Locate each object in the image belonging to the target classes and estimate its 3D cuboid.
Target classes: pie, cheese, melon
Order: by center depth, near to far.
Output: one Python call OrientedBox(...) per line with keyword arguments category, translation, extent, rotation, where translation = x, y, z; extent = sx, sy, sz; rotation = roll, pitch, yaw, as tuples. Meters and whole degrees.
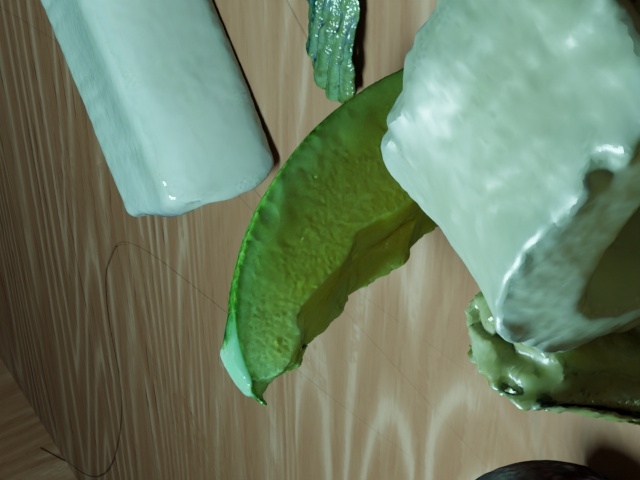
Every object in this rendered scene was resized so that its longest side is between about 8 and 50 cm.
OrientedBox(category="cheese", translation=(0.199, -0.098, 0.808), extent=(0.153, 0.292, 0.332), rotation=(54, 146, 28))
OrientedBox(category="pie", translation=(0.226, 0.071, 0.963), extent=(0.128, 0.282, 0.068), rotation=(47, 125, 52))
OrientedBox(category="melon", translation=(0.000, 0.000, 1.326), extent=(0.124, 0.323, 0.196), rotation=(31, 145, 23))

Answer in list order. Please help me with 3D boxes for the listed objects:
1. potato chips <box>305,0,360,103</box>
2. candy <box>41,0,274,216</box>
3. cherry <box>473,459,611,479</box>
OrientedBox(category="potato chips", translation=(0.015, -0.209, 1.442), extent=(0.092, 0.028, 0.207), rotation=(52, 154, 29))
OrientedBox(category="candy", translation=(-0.202, -0.203, 1.766), extent=(0.208, 0.145, 0.359), rotation=(-18, 94, 67))
OrientedBox(category="cherry", translation=(0.194, 0.322, 1.294), extent=(0.296, 0.218, 0.255), rotation=(-113, 24, -51))
